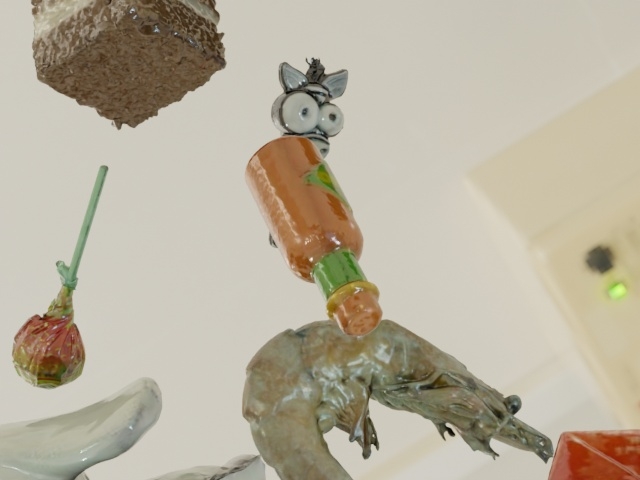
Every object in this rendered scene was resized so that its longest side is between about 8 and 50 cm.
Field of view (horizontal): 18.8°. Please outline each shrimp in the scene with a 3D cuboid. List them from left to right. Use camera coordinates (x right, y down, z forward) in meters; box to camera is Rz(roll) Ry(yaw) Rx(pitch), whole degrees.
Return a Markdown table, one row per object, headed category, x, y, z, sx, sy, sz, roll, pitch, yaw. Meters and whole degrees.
| category | x | y | z | sx | sy | sz | roll | pitch | yaw |
| --- | --- | --- | --- | --- | --- | --- | --- | --- | --- |
| shrimp | 0.086 | 0.209 | 2.139 | 0.085 | 0.360 | 0.247 | 120 | 163 | -63 |

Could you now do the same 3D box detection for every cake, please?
| category | x | y | z | sx | sy | sz | roll | pitch | yaw |
| --- | --- | --- | --- | --- | --- | --- | --- | --- | --- |
| cake | -0.174 | -0.201 | 1.702 | 0.135 | 0.134 | 0.147 | 29 | -143 | -50 |

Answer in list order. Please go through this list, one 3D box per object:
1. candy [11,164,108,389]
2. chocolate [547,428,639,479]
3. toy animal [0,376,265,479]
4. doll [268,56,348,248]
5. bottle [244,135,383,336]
| category | x | y | z | sx | sy | sz | roll | pitch | yaw |
| --- | --- | --- | --- | --- | --- | --- | --- | --- | --- |
| candy | -0.196 | 0.030 | 1.527 | 0.060 | 0.201 | 0.060 | 16 | -158 | -7 |
| chocolate | 0.294 | 0.254 | 1.545 | 0.108 | 0.235 | 0.237 | -86 | -10 | -52 |
| toy animal | -0.185 | 0.246 | 1.460 | 0.174 | 0.289 | 0.249 | 50 | -156 | -57 |
| doll | -0.019 | -0.098 | 2.170 | 0.067 | 0.091 | 0.219 | -175 | 92 | -66 |
| bottle | 0.000 | 0.000 | 1.539 | 0.187 | 0.069 | 0.069 | 64 | -178 | 37 |
